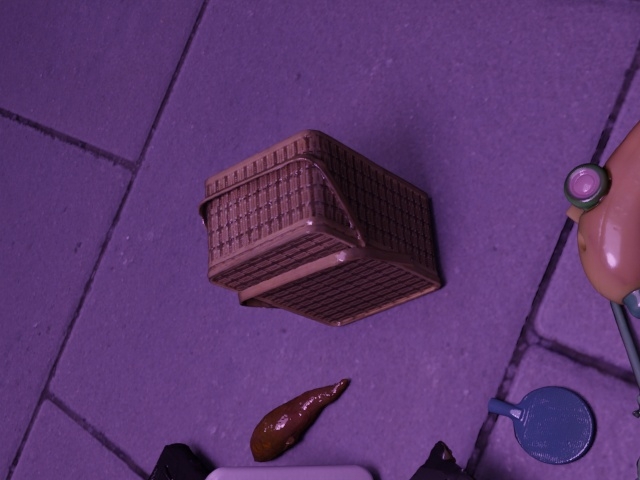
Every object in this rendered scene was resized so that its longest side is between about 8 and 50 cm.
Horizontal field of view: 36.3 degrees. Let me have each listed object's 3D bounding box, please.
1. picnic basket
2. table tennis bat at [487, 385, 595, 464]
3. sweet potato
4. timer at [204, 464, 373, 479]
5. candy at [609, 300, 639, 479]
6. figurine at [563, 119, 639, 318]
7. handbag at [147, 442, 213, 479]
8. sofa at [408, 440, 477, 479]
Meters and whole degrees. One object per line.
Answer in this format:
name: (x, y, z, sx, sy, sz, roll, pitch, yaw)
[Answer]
picnic basket: (0.000, 0.000, 1.424, 0.228, 0.313, 0.175, -23, 59, 33)
table tennis bat: (0.287, 0.237, 1.283, 0.155, 0.019, 0.100, 11, 82, 42)
sweet potato: (-0.047, 0.281, 1.531, 0.226, 0.068, 0.068, -44, 50, 20)
timer: (-0.040, 0.406, 1.358, 0.078, 0.254, 0.178, 128, 141, -53)
candy: (0.391, 0.191, 1.173, 0.083, 0.091, 0.305, -40, 44, 36)
figurine: (0.443, -0.062, 1.189, 0.324, 0.124, 0.222, -52, 48, 8)
handbag: (-0.239, 0.500, 1.604, 0.244, 0.088, 0.275, 36, 102, 46)
sofa: (0.187, 0.415, 1.235, 0.200, 0.182, 0.258, -48, 46, -7)
